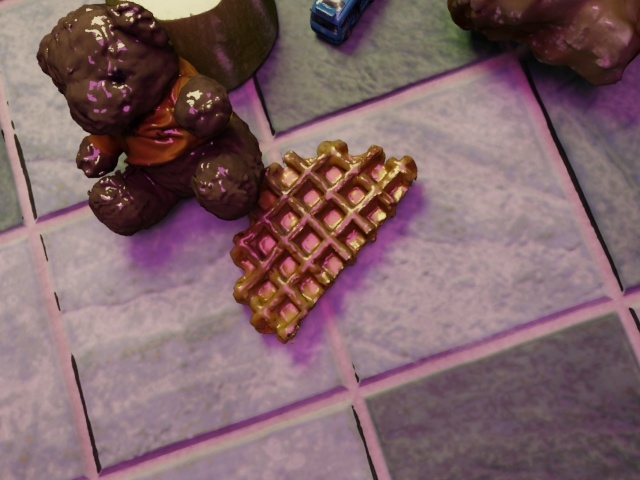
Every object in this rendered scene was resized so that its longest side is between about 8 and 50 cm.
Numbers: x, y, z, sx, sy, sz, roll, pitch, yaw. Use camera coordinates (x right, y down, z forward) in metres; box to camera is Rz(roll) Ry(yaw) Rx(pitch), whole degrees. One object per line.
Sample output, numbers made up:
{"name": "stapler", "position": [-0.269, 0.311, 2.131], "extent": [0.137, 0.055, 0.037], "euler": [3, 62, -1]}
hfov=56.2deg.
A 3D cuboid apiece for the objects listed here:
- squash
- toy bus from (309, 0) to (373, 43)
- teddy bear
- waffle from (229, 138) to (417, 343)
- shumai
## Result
{"name": "squash", "position": [-0.127, -0.227, 0.561], "extent": [0.170, 0.123, 0.170], "euler": [0, 83, 0]}
{"name": "toy bus", "position": [0.025, -0.237, 0.581], "extent": [0.038, 0.046, 0.083], "euler": [32, 83, 10]}
{"name": "teddy bear", "position": [-0.145, -0.108, 0.508], "extent": [0.177, 0.190, 0.140], "euler": [-9, 43, 30]}
{"name": "waffle", "position": [0.000, 0.000, 0.543], "extent": [0.160, 0.046, 0.192], "euler": [6, 82, 7]}
{"name": "shumai", "position": [0.227, -0.229, 0.511], "extent": [0.175, 0.166, 0.206], "euler": [46, 111, 2]}
